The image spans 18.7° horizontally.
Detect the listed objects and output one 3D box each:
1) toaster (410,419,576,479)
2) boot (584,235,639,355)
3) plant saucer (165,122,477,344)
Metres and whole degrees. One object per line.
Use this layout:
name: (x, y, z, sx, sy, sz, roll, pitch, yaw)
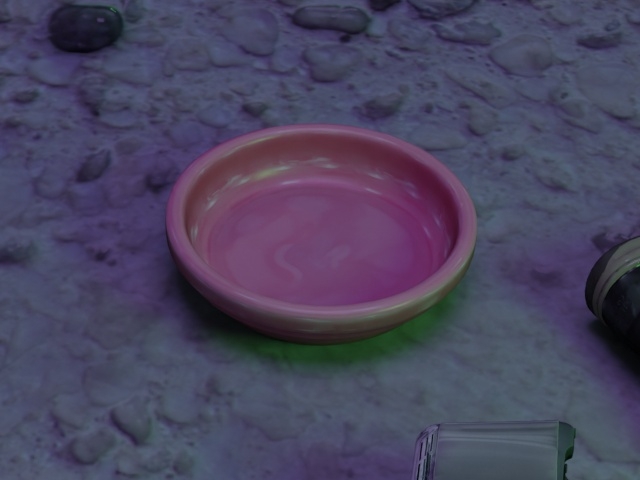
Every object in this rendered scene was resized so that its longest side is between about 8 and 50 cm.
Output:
toaster: (0.152, 0.259, 1.738, 0.146, 0.129, 0.227, 3, 41, 7)
boot: (0.491, 0.080, 1.964, 0.377, 0.138, 0.284, -13, 40, -12)
plant saucer: (0.000, 0.000, 2.080, 0.332, 0.084, 0.332, 2, 40, -1)
